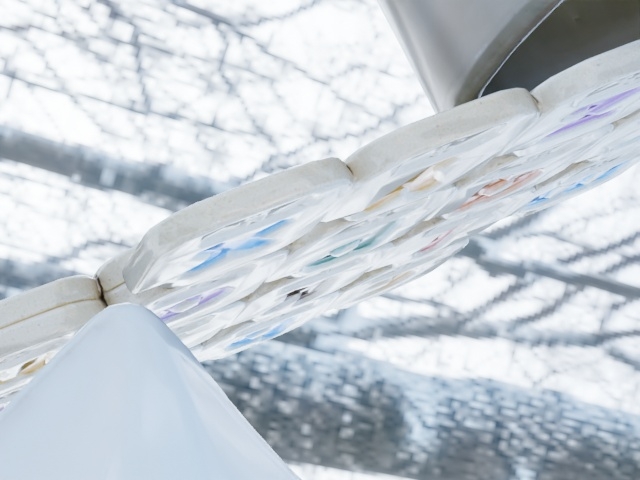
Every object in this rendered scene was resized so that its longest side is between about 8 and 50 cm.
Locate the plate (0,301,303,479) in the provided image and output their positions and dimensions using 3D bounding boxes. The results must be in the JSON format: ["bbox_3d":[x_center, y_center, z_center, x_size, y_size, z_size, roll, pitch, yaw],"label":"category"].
[{"bbox_3d":[-0.089,0.169,0.456,0.278,0.277,0.045,-46,-115,-7],"label":"plate"}]

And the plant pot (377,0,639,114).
[{"bbox_3d":[0.118,-0.231,0.609,0.323,0.323,0.280,-37,-103,39],"label":"plant pot"}]

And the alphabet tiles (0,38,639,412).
[{"bbox_3d":[0.000,0.000,0.578,0.021,0.284,0.278,66,-18,8],"label":"alphabet tiles"}]
